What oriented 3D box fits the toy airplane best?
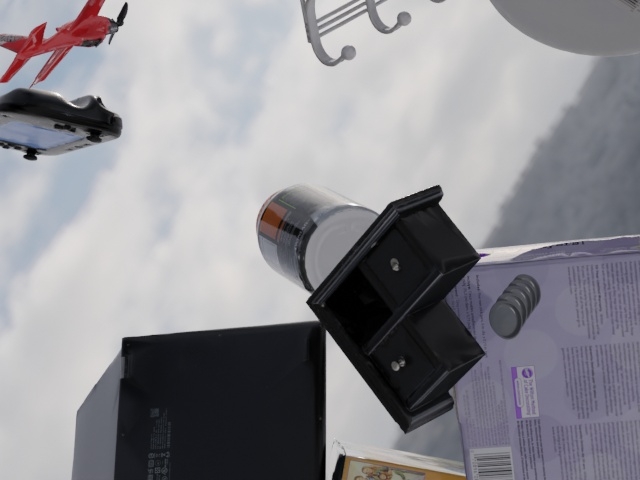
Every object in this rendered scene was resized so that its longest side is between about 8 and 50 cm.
[{"bbox_3d":[-0.206,-0.164,1.424,0.151,0.028,0.151,-36,-14,-10],"label":"toy airplane"}]

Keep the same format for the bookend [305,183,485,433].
[{"bbox_3d":[0.090,0.062,1.601,0.072,0.157,0.156,-21,-21,-46],"label":"bookend"}]

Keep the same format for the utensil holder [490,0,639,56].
[{"bbox_3d":[0.351,-0.464,2.169,0.327,0.328,0.385,111,173,-49],"label":"utensil holder"}]

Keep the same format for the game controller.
[{"bbox_3d":[-0.386,-0.153,2.374,0.319,0.166,0.067,-7,81,63],"label":"game controller"}]

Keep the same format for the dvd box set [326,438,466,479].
[{"bbox_3d":[0.220,0.295,2.004,0.307,0.420,0.062,110,170,-86],"label":"dvd box set"}]

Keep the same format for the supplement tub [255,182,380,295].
[{"bbox_3d":[0.000,0.000,2.006,0.117,0.117,0.190,-57,24,-1],"label":"supplement tub"}]

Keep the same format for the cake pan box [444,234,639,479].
[{"bbox_3d":[0.252,0.132,1.726,0.070,0.246,0.267,-62,-36,-71],"label":"cake pan box"}]

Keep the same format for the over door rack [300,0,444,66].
[{"bbox_3d":[0.047,-0.398,2.096,0.108,0.324,0.239,-2,24,45],"label":"over door rack"}]

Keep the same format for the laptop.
[{"bbox_3d":[-0.166,0.332,2.205,0.236,0.408,0.382,61,-154,-61],"label":"laptop"}]
